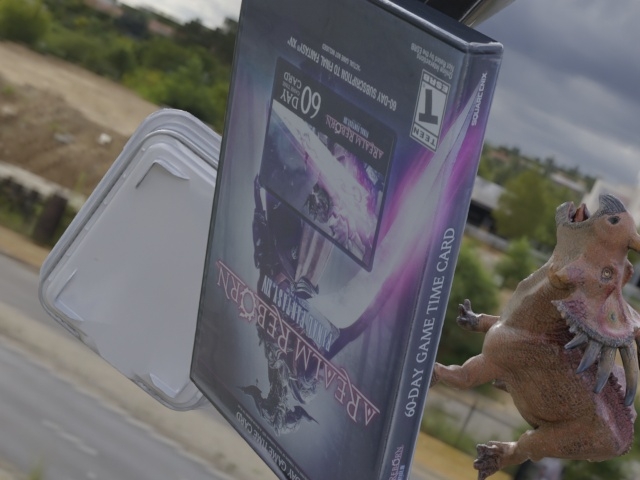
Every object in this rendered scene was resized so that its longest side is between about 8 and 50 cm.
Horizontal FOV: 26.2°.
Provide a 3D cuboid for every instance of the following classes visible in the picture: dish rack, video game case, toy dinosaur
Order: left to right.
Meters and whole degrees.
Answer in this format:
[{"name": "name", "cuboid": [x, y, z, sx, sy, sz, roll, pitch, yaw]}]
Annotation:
[{"name": "dish rack", "cuboid": [-0.178, 0.040, 1.675, 0.285, 0.333, 0.072, 38, 23, -2]}, {"name": "video game case", "cuboid": [0.000, 0.000, 0.710, 0.026, 0.274, 0.196, -5, 28, -32]}, {"name": "toy dinosaur", "cuboid": [0.201, 0.111, 1.098, 0.200, 0.127, 0.296, -4, -42, 32]}]

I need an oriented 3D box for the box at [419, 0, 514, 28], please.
[{"name": "box", "cuboid": [0.115, -0.444, 1.342, 0.395, 0.293, 0.212, 51, 50, 3]}]
